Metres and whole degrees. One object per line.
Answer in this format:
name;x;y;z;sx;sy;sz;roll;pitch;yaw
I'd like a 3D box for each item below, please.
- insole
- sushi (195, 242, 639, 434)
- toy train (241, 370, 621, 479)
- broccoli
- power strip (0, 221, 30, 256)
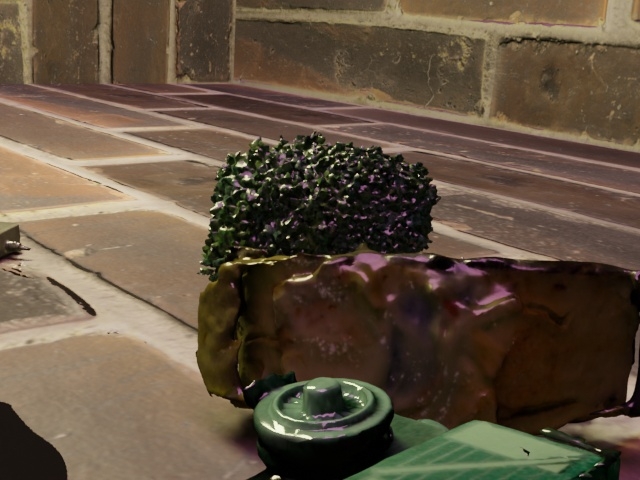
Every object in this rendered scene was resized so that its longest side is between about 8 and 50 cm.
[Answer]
insole;-0.184;0.121;0.533;0.045;0.002;0.135;-5;17;-36
sushi;0.065;0.075;0.579;0.291;0.139;0.131;3;-6;-4
toy train;-0.009;0.128;0.325;0.154;0.115;0.269;9;13;43
broccoli;0.000;0.000;0.792;0.220;0.194;0.194;-23;19;-7
power strip;-0.407;-0.006;0.928;0.227;0.029;0.080;5;14;7
